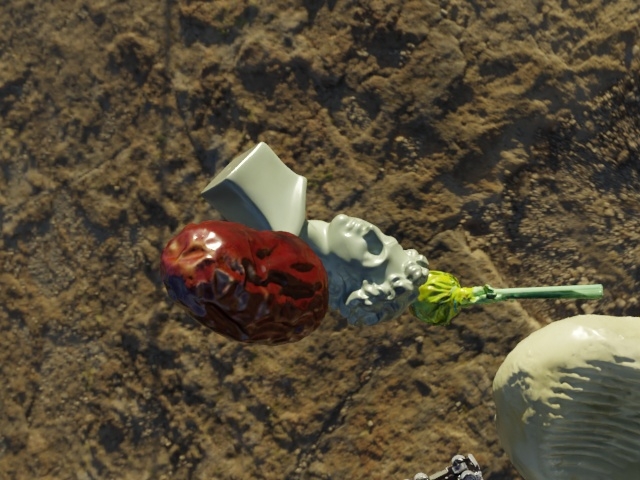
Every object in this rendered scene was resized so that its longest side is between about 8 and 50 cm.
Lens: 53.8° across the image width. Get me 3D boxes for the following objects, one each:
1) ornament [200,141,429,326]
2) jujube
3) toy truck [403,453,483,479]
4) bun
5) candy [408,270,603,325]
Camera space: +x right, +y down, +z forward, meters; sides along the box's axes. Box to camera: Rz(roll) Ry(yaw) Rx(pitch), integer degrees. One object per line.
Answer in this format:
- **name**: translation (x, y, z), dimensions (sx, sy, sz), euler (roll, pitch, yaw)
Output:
- **ornament**: translation (-0.011, 0.005, 0.752), dimensions (0.285, 0.130, 0.121), euler (30, 66, -9)
- **jujube**: translation (-0.043, 0.025, 0.386), dimensions (0.077, 0.129, 0.078), euler (-7, 74, 26)
- **toy truck**: translation (0.107, 0.228, 0.559), dimensions (0.083, 0.039, 0.044), euler (-26, 98, 0)
- **bun**: translation (0.333, 0.195, 0.775), dimensions (0.259, 0.160, 0.260), euler (2, 109, 5)
- **candy**: translation (0.229, 0.072, 0.824), dimensions (0.261, 0.077, 0.073), euler (-5, 54, 36)
